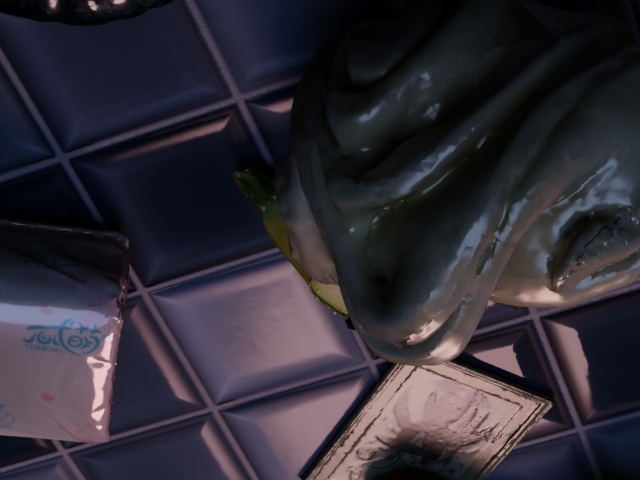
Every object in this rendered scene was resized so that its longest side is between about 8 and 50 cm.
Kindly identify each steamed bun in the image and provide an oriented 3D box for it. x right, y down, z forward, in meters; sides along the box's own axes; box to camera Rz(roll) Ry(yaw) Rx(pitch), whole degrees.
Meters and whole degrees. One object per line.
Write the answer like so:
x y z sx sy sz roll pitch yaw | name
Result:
0.106 -0.083 1.200 0.394 0.346 0.237 -5 116 35 | steamed bun

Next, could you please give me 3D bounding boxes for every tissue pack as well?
-0.314 0.078 1.439 0.271 0.124 0.201 6 132 -7 | tissue pack

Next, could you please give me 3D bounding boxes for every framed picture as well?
0.105 0.207 1.621 0.173 0.010 0.231 21 125 -18 | framed picture

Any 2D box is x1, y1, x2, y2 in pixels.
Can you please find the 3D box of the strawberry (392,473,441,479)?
0.151 0.361 1.677 0.188 0.106 0.286 -35 125 21 | strawberry

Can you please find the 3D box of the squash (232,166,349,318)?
0.000 0.003 1.414 0.200 0.075 0.090 37 145 -25 | squash

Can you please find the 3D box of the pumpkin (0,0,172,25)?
-0.167 -0.300 1.071 0.315 0.238 0.315 2 147 1 | pumpkin
